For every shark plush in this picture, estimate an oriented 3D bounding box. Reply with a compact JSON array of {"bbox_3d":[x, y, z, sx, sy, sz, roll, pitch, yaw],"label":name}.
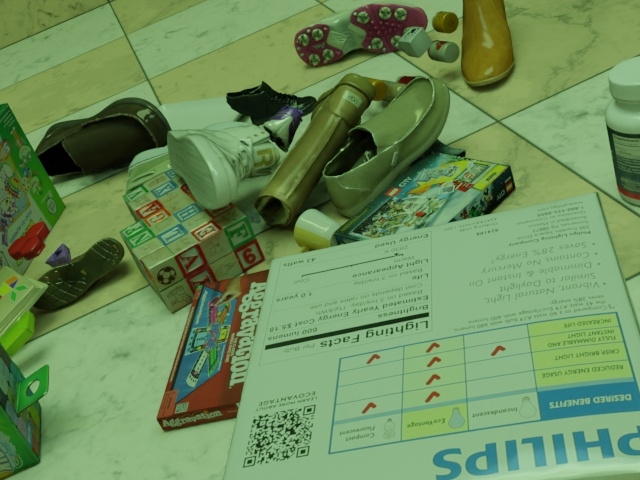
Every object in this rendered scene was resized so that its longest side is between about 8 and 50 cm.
[{"bbox_3d":[0.173,-0.155,1.471,0.073,0.067,0.161,-27,31,-9],"label":"shark plush"}]

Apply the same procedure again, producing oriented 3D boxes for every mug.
[{"bbox_3d":[0.003,-0.002,1.363,0.064,0.078,0.062,22,20,40],"label":"mug"}]

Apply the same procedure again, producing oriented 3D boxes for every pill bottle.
[{"bbox_3d":[0.434,-0.146,1.184,0.108,0.180,0.108,-15,31,10],"label":"pill bottle"}]

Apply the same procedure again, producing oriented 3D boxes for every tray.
[{"bbox_3d":[-0.274,-0.261,1.953,0.270,0.030,0.145,-1,36,31],"label":"tray"}]

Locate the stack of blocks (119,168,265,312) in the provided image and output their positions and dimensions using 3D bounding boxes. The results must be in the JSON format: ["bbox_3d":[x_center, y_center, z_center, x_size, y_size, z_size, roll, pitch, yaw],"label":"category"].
[{"bbox_3d":[-0.235,-0.015,1.487,0.171,0.087,0.297,-30,32,-14],"label":"stack of blocks"}]

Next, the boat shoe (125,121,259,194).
[{"bbox_3d":[-0.232,-0.134,1.682,0.302,0.109,0.094,-15,47,26],"label":"boat shoe"}]

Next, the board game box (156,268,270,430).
[{"bbox_3d":[-0.126,0.140,1.239,0.145,0.027,0.281,-13,32,13],"label":"board game box"}]

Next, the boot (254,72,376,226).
[{"bbox_3d":[-0.024,-0.138,1.528,0.269,0.089,0.236,-58,0,-20],"label":"boot"}]

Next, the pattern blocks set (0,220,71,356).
[{"bbox_3d":[-0.534,0.121,1.460,0.325,0.026,0.285,-45,36,-10],"label":"pattern blocks set"}]

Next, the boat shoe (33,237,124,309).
[{"bbox_3d":[-0.406,0.060,1.516,0.178,0.064,0.060,-34,-1,-5],"label":"boat shoe"}]

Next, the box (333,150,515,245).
[{"bbox_3d":[0.155,-0.044,1.332,0.233,0.044,0.159,-40,35,-27],"label":"box"}]

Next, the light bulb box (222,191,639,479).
[{"bbox_3d":[0.125,0.170,0.840,0.357,0.225,0.361,-12,33,14],"label":"light bulb box"}]

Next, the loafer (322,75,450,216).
[{"bbox_3d":[0.103,-0.160,1.420,0.268,0.092,0.102,-53,41,-6],"label":"loafer"}]

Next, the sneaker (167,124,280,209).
[{"bbox_3d":[-0.137,-0.133,1.450,0.169,0.108,0.292,-9,23,-18],"label":"sneaker"}]

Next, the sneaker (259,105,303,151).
[{"bbox_3d":[-0.059,-0.199,1.572,0.071,0.068,0.170,-46,9,-3],"label":"sneaker"}]

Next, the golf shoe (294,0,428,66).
[{"bbox_3d":[0.094,-0.476,1.984,0.306,0.115,0.140,-5,31,24],"label":"golf shoe"}]

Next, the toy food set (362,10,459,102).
[{"bbox_3d":[0.164,-0.336,1.708,0.232,0.111,0.104,-49,33,-9],"label":"toy food set"}]

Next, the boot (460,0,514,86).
[{"bbox_3d":[0.294,-0.437,1.697,0.104,0.211,0.295,-10,33,20],"label":"boot"}]

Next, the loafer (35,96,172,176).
[{"bbox_3d":[-0.462,-0.191,1.885,0.365,0.134,0.130,-11,35,35],"label":"loafer"}]

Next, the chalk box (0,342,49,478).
[{"bbox_3d":[-0.454,0.235,1.195,0.213,0.132,0.132,-22,30,-3],"label":"chalk box"}]

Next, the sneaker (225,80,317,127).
[{"bbox_3d":[-0.099,-0.284,1.821,0.170,0.089,0.051,-17,31,9],"label":"sneaker"}]

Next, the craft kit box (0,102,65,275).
[{"bbox_3d":[-0.592,-0.092,1.678,0.061,0.247,0.250,-10,33,14],"label":"craft kit box"}]
